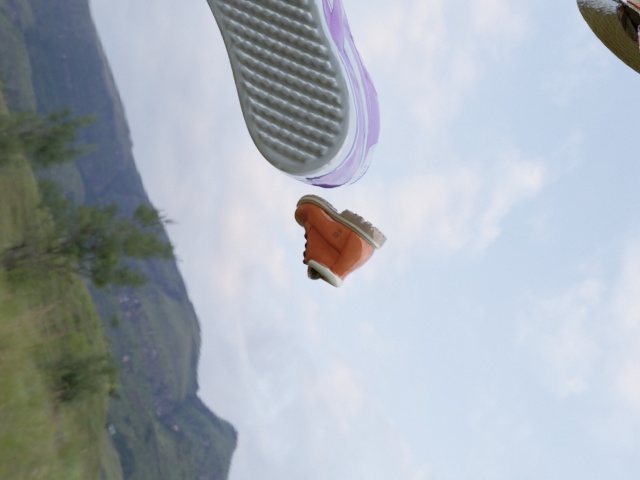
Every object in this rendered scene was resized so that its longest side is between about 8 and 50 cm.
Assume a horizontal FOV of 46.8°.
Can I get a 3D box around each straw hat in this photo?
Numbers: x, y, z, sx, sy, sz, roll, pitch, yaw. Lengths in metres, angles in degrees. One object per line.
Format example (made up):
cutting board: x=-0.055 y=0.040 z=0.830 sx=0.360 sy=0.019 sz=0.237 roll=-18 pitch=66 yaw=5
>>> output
straw hat: x=0.320 y=-0.214 z=0.708 sx=0.061 sy=0.144 sz=0.144 roll=-46 pitch=-127 yaw=9

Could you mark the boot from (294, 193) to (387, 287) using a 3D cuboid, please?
boot: x=0.000 y=0.000 z=0.833 sx=0.059 sy=0.084 sz=0.158 roll=39 pitch=-4 yaw=-31

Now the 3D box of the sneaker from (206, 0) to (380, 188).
sneaker: x=-0.019 y=-0.175 z=0.576 sx=0.161 sy=0.102 sz=0.281 roll=5 pitch=76 yaw=-72
